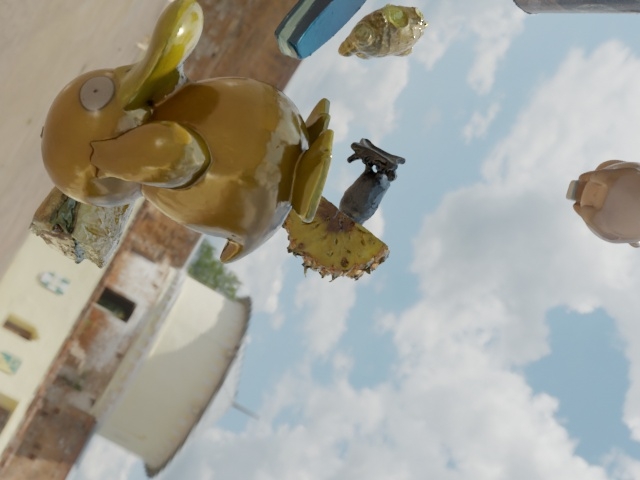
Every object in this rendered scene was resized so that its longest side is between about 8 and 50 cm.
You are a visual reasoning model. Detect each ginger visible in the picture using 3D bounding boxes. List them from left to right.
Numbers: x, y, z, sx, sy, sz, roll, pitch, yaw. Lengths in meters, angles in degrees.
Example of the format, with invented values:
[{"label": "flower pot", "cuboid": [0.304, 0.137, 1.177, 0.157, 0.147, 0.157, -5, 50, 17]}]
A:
[{"label": "ginger", "cuboid": [0.150, -0.453, 1.980, 0.102, 0.216, 0.157, 67, -23, 17]}]

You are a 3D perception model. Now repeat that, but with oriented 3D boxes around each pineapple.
[{"label": "pineapple", "cuboid": [0.000, 0.000, 1.618, 0.135, 0.233, 0.079, -49, 161, -4]}]

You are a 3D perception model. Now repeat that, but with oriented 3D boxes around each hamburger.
[{"label": "hamburger", "cuboid": [-0.333, -0.067, 1.386, 0.207, 0.135, 0.155, -59, -163, -24]}]

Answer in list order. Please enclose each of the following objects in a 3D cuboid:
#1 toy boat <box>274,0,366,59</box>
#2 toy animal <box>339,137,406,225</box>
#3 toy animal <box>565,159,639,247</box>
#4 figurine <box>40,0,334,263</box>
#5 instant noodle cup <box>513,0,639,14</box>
[{"label": "toy boat", "cuboid": [0.032, -0.477, 1.789, 0.299, 0.062, 0.096, -48, 149, -13]}, {"label": "toy animal", "cuboid": [0.089, -0.096, 1.874, 0.117, 0.121, 0.210, -2, 119, -64]}, {"label": "toy animal", "cuboid": [0.632, -0.078, 1.911, 0.256, 0.213, 0.195, -68, 169, -79]}, {"label": "figurine", "cuboid": [-0.111, -0.083, 0.781, 0.215, 0.228, 0.215, -49, -166, 17]}, {"label": "instant noodle cup", "cuboid": [0.370, -0.397, 1.203, 0.207, 0.217, 0.217, 7, -117, 43]}]
